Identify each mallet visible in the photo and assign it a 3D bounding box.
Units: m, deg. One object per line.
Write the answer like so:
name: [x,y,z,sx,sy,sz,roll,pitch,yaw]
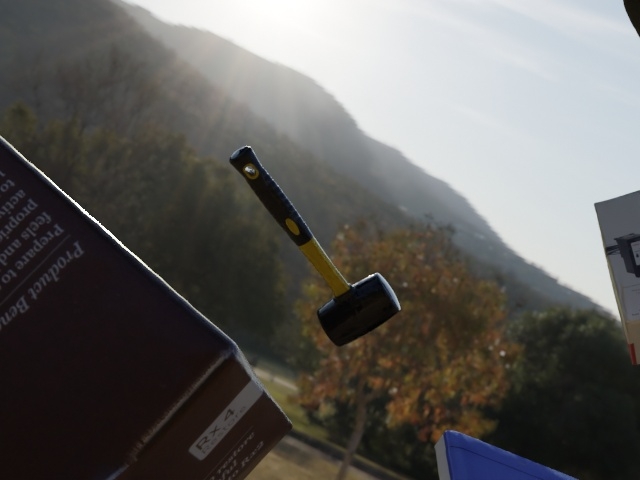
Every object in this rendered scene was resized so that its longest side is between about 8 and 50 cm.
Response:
mallet: [0.000,0.000,0.756,0.190,0.062,0.039,61,6,-31]

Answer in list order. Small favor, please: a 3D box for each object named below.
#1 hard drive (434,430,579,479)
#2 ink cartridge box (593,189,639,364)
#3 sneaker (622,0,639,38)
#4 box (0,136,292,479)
hard drive: [0.242,0.362,1.126,0.210,0.040,0.319,23,27,-14]
ink cartridge box: [0.340,0.039,1.068,0.063,0.151,0.109,-14,-34,14]
sneaker: [0.559,-0.280,1.518,0.146,0.122,0.331,-10,64,-53]
box: [-0.219,0.031,0.542,0.381,0.191,0.143,39,-12,26]
